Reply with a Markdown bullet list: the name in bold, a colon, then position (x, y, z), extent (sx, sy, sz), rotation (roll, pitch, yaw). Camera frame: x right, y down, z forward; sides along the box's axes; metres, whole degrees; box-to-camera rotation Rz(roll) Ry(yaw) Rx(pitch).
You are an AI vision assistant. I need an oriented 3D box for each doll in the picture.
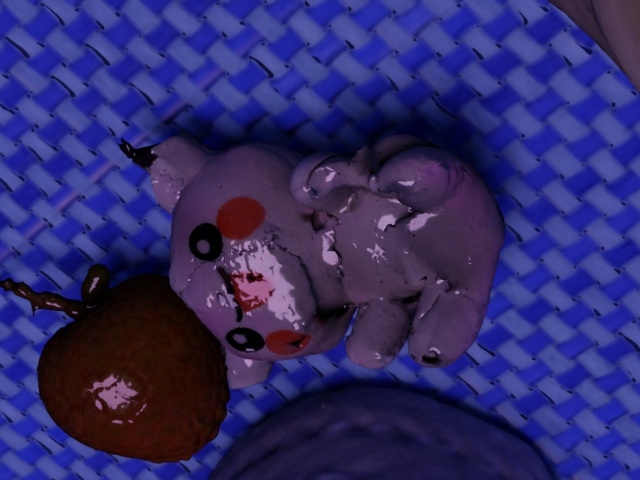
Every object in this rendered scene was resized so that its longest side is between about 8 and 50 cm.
- **doll**: position (0.000, 0.000, 1.013), extent (0.192, 0.095, 0.149), rotation (-8, 117, 22)

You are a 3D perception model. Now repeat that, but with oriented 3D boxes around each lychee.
- **lychee**: position (-0.116, 0.067, 1.086), extent (0.140, 0.101, 0.114), rotation (30, 138, -15)

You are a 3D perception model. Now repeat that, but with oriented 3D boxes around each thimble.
- **thimble**: position (0.018, 0.213, 1.125), extent (0.245, 0.157, 0.217), rotation (-23, 116, 29)

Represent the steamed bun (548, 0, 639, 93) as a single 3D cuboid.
- **steamed bun**: position (0.237, -0.151, 0.729), extent (0.367, 0.255, 0.342), rotation (-10, 126, 18)
